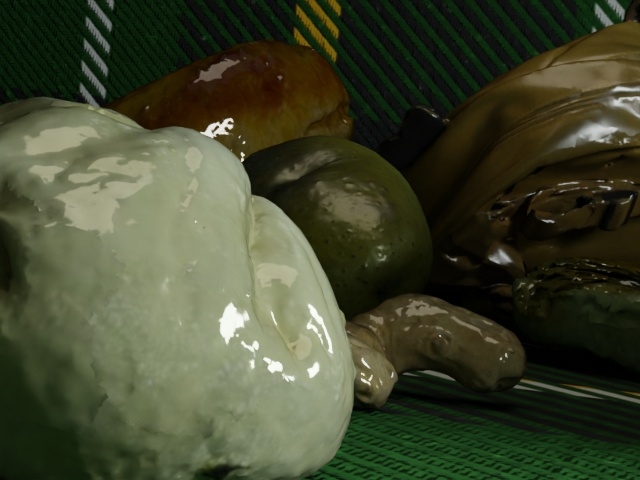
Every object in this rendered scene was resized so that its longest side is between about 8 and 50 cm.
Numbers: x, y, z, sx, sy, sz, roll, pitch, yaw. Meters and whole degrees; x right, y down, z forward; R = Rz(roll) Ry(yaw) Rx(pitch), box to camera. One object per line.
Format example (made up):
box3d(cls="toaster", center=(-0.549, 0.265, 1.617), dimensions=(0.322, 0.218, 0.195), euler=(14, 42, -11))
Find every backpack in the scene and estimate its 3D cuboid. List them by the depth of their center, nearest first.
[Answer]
box3d(cls="backpack", center=(0.230, -0.061, 1.783), dimensions=(0.378, 0.353, 0.201), euler=(-1, 51, -43))

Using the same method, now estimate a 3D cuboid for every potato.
box3d(cls="potato", center=(0.000, 0.000, 1.600), dimensions=(0.169, 0.143, 0.248), euler=(-35, 27, -7))

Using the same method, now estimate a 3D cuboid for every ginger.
box3d(cls="ginger", center=(0.005, 0.066, 1.167), dimensions=(0.258, 0.065, 0.149), euler=(11, 14, -8))

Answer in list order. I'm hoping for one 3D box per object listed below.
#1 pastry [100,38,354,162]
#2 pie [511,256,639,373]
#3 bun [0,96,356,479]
box3d(cls="pastry", center=(-0.132, -0.083, 2.006), dimensions=(0.356, 0.164, 0.356), euler=(-27, 1, 1))
box3d(cls="pie", center=(0.304, 0.067, 1.550), dimensions=(0.371, 0.078, 0.296), euler=(9, 5, 39))
box3d(cls="bun", center=(-0.109, 0.018, 0.868), dimensions=(0.259, 0.160, 0.259), euler=(4, 5, 0))
